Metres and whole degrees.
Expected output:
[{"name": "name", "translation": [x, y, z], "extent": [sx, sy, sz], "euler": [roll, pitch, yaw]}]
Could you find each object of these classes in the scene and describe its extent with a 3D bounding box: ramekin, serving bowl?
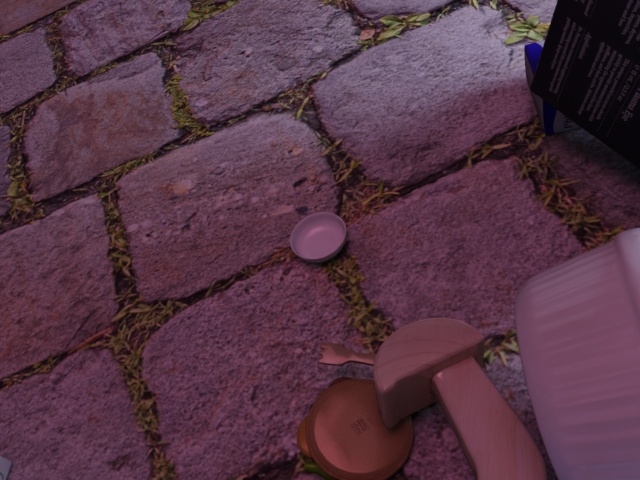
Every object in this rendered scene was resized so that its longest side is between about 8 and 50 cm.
[{"name": "ramekin", "translation": [0.273, 0.132, 0.651], "extent": [0.127, 0.273, 0.273], "euler": [-18, 48, 22]}, {"name": "serving bowl", "translation": [0.000, 0.000, 1.009], "extent": [0.083, 0.027, 0.083], "euler": [-11, 50, 14]}]

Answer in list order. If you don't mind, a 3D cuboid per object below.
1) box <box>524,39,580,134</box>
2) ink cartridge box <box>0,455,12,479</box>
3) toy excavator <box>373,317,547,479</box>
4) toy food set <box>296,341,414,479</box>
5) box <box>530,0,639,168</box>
[{"name": "box", "translation": [0.375, -0.233, 1.018], "extent": [0.137, 0.072, 0.126], "euler": [-12, 50, 12]}, {"name": "ink cartridge box", "translation": [-0.476, 0.383, 0.801], "extent": [0.065, 0.165, 0.333], "euler": [-8, 50, 15]}, {"name": "toy excavator", "translation": [0.142, 0.314, 0.611], "extent": [0.432, 0.222, 0.445], "euler": [27, 54, 32]}, {"name": "toy food set", "translation": [0.040, 0.219, 0.813], "extent": [0.132, 0.039, 0.192], "euler": [8, 57, 7]}, {"name": "box", "translation": [0.430, -0.221, 0.757], "extent": [0.179, 0.343, 0.312], "euler": [-41, 70, -12]}]
